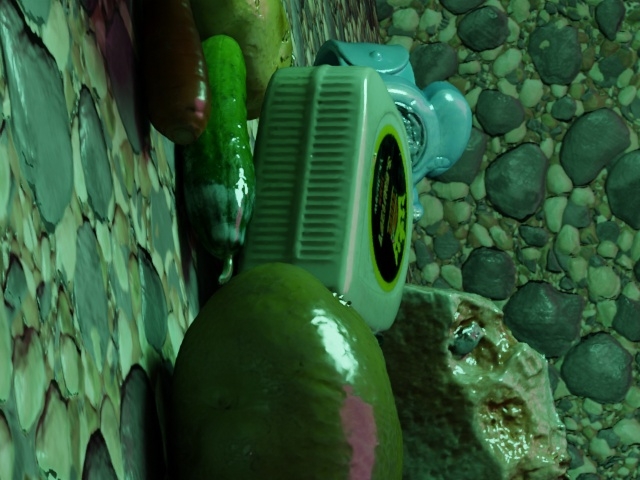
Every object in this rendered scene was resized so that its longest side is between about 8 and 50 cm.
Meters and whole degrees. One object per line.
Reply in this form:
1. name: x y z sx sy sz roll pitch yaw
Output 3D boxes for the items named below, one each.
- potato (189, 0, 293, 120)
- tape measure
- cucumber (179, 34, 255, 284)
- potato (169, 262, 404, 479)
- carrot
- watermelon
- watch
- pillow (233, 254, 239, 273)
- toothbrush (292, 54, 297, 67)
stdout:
1. potato: -0.064 -0.169 1.622 0.170 0.080 0.107 71 0 -50
2. tape measure: 0.000 0.000 1.531 0.207 0.115 0.235 62 32 -64
3. cucumber: -0.078 -0.070 1.465 0.056 0.056 0.250 74 8 -48
4. potato: -0.019 0.139 1.247 0.174 0.159 0.251 35 50 -47
5. carrot: -0.109 -0.158 1.390 0.048 0.048 0.216 71 7 -56
6. watermelon: 0.090 0.154 2.056 0.151 0.302 0.264 -11 94 -46
7. watch: 0.046 -0.127 2.217 0.193 0.211 0.211 -131 -152 -67
8. pillow: -0.061 -0.018 1.609 0.203 0.038 0.113 65 17 -65
9. toothbrush: -0.058 -0.306 2.081 0.030 0.030 0.297 -166 -113 -88
